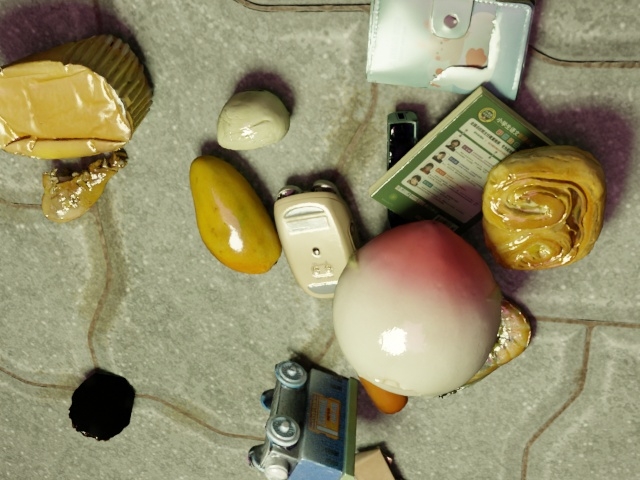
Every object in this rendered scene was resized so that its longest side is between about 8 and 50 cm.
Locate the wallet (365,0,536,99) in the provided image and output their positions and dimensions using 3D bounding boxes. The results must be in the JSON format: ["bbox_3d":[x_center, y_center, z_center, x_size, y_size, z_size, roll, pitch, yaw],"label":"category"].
[{"bbox_3d":[0.198,-0.317,1.195,0.250,0.075,0.176,9,127,9],"label":"wallet"}]

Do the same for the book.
[{"bbox_3d":[0.242,-0.115,1.287,0.202,0.027,0.264,30,125,-27],"label":"book"}]

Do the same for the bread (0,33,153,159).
[{"bbox_3d":[-0.449,-0.256,1.353,0.288,0.156,0.204,-11,124,17],"label":"bread"}]

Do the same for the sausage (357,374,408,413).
[{"bbox_3d":[0.113,0.268,1.554,0.076,0.076,0.198,-20,111,24],"label":"sausage"}]

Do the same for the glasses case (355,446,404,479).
[{"bbox_3d":[0.137,0.535,1.716,0.102,0.070,0.194,-27,110,-3],"label":"glasses case"}]

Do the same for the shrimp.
[{"bbox_3d":[0.274,0.192,1.488,0.198,0.051,0.262,42,118,-3],"label":"shrimp"}]

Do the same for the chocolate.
[{"bbox_3d":[-0.527,0.397,1.783,0.156,0.156,0.133,42,148,-11],"label":"chocolate"}]

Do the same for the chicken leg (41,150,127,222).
[{"bbox_3d":[-0.465,-0.116,1.483,0.207,0.085,0.101,-34,92,19],"label":"chicken leg"}]

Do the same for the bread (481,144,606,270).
[{"bbox_3d":[0.365,-0.055,1.248,0.198,0.120,0.236,-6,133,6],"label":"bread"}]

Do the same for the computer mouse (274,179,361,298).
[{"bbox_3d":[0.000,0.000,1.421,0.145,0.082,0.237,-10,116,20],"label":"computer mouse"}]

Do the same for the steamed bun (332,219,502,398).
[{"bbox_3d":[0.169,0.091,1.294,0.309,0.309,0.309,6,121,11],"label":"steamed bun"}]

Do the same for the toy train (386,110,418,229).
[{"bbox_3d":[0.140,-0.104,1.347,0.055,0.048,0.252,-6,125,-6],"label":"toy train"}]

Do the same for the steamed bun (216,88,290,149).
[{"bbox_3d":[-0.120,-0.211,1.312,0.129,0.112,0.091,1,121,22],"label":"steamed bun"}]

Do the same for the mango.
[{"bbox_3d":[-0.170,-0.043,1.423,0.138,0.113,0.253,-21,109,27],"label":"mango"}]

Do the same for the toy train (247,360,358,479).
[{"bbox_3d":[-0.024,0.371,1.524,0.201,0.300,0.131,22,122,-9],"label":"toy train"}]
